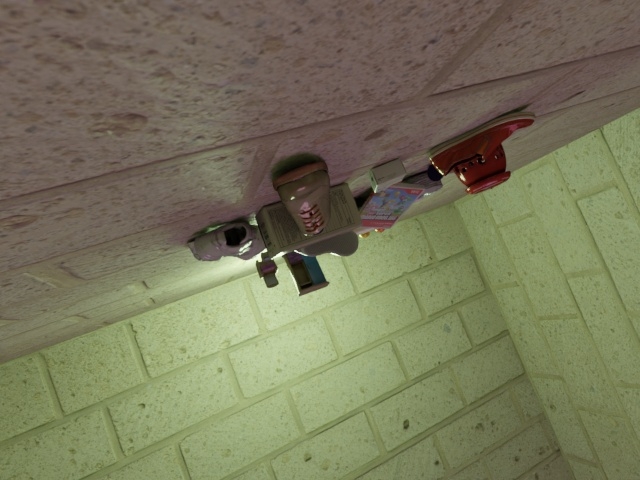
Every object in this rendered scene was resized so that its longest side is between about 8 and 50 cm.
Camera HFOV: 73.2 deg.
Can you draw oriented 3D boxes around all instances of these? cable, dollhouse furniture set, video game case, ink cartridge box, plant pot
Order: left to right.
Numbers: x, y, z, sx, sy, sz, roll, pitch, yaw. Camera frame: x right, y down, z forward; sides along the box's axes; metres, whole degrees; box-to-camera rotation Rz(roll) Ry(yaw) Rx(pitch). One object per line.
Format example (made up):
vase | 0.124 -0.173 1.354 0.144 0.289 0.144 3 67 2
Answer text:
dollhouse furniture set | -0.081 0.080 1.700 0.287 0.198 0.303 -18 160 -20
video game case | 0.263 -0.135 1.738 0.204 0.025 0.285 1 148 -24
ink cartridge box | 0.214 -0.207 1.386 0.099 0.056 0.135 -22 175 1
cable | 0.397 -0.213 1.848 0.257 0.089 0.257 -26 173 40
plant pot | 0.592 -0.274 1.595 0.191 0.174 0.191 -19 173 -3

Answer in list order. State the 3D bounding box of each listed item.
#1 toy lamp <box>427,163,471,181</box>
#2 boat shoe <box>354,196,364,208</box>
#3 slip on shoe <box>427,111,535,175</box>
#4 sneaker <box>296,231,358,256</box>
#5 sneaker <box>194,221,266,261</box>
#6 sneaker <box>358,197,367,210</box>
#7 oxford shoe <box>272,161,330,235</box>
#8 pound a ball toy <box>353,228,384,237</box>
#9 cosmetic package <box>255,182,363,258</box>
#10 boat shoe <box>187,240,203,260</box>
toy lamp | 0.535 -0.285 1.743 0.275 0.080 0.080 -17 173 -42
boat shoe | 0.121 -0.136 1.733 0.152 0.056 0.049 -16 167 -47
slip on shoe | 0.511 -0.304 1.360 0.332 0.101 0.123 -24 172 16
sneaker | 0.000 -0.001 1.569 0.282 0.102 0.161 2 -176 -40
sneaker | -0.241 0.001 1.367 0.152 0.114 0.305 -23 175 34
sneaker | 0.145 -0.115 1.887 0.221 0.086 0.128 -23 173 33
oxford shoe | -0.022 -0.096 1.103 0.141 0.146 0.397 -21 174 4
pound a ball toy | 0.220 -0.089 2.033 0.320 0.135 0.208 -18 -177 15
cosmetic package | -0.037 -0.062 1.371 0.296 0.153 0.129 -17 175 -23
boat shoe | -0.392 0.036 1.410 0.066 0.063 0.184 -20 174 -19
